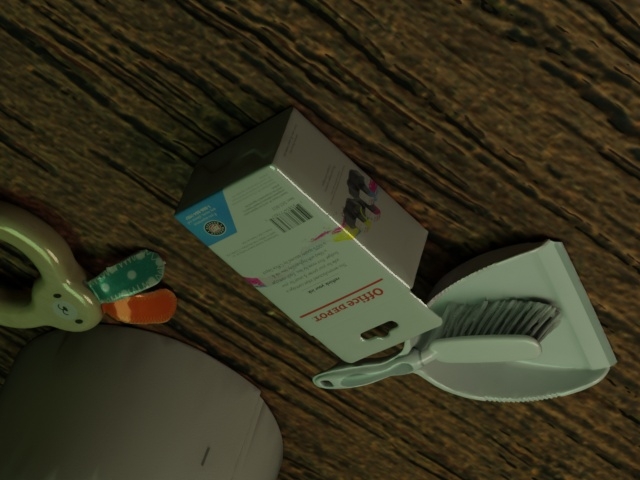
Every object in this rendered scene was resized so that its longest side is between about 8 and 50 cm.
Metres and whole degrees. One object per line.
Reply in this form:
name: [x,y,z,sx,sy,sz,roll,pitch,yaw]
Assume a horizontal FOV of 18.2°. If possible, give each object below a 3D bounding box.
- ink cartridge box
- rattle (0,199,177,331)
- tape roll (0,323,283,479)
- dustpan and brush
ink cartridge box: [0.000,0.000,1.416,0.104,0.061,0.181,-26,122,40]
rattle: [-0.225,0.054,1.509,0.199,0.143,0.130,24,121,3]
tape roll: [-0.167,0.209,1.630,0.246,0.169,0.246,11,139,10]
dustpan and brush: [0.094,0.077,1.466,0.211,0.060,0.147,-7,133,27]
